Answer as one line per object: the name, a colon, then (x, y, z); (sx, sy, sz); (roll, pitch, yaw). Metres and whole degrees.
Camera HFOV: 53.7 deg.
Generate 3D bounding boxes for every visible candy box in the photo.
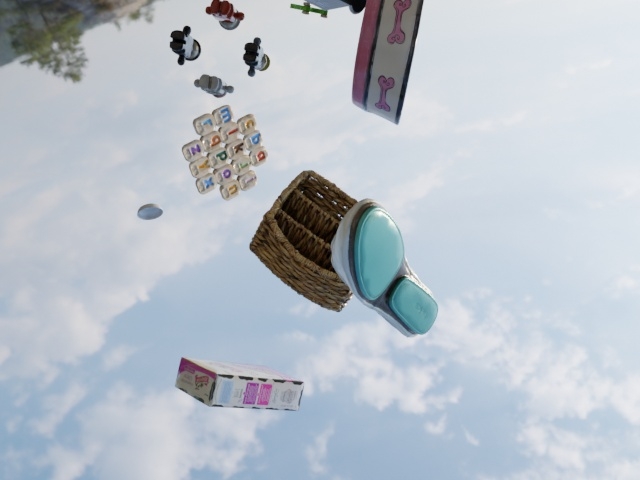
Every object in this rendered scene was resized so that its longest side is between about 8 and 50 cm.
candy box: (-0.175, 0.314, 1.381); (0.233, 0.071, 0.159); (15, 175, -39)

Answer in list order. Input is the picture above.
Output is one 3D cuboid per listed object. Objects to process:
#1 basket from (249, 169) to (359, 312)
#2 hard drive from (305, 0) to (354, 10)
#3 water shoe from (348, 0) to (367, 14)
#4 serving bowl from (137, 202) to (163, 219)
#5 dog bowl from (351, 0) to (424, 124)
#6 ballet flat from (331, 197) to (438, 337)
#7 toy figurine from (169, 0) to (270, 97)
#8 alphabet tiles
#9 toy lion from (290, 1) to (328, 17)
basket: (0.000, 0.000, 1.575); (0.223, 0.299, 0.213); (-55, 176, 26)
hard drive: (0.016, -0.645, 1.682); (0.094, 0.022, 0.135); (14, -175, -33)
water shoe: (0.086, -0.754, 1.812); (0.072, 0.203, 0.080); (-17, -160, -28)
serving bowl: (-0.559, -0.099, 2.068); (0.083, 0.083, 0.027); (-19, -114, 3)
dog bowl: (0.188, -0.539, 1.773); (0.150, 0.408, 0.408); (11, -147, 4)
ballet flat: (0.092, 0.054, 1.124); (0.139, 0.400, 0.139); (-14, -126, 20)
toy figurine: (-0.257, -0.485, 1.623); (0.213, 0.210, 0.148); (-37, -177, 6)
alphabet tiles: (-0.300, -0.277, 2.011); (0.278, 0.284, 0.021); (-33, -151, -28)
toy lion: (-0.036, -0.683, 1.865); (0.100, 0.034, 0.096); (0, -159, -29)
